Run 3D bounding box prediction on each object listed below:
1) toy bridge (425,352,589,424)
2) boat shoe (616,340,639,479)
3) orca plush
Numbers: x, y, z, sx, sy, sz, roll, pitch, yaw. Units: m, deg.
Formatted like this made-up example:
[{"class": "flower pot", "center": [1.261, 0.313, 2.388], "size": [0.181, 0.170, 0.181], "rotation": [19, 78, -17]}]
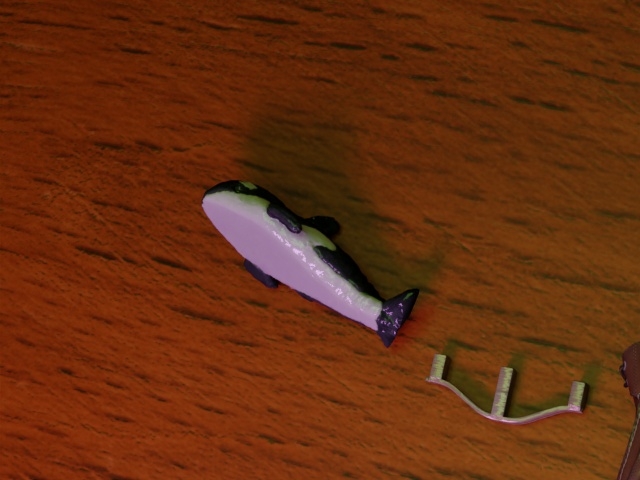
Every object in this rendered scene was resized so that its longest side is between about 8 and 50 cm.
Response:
[{"class": "toy bridge", "center": [0.210, 0.177, 1.902], "size": [0.188, 0.026, 0.063], "rotation": [10, 81, 20]}, {"class": "boat shoe", "center": [0.384, 0.154, 1.817], "size": [0.104, 0.110, 0.307], "rotation": [22, 74, 25]}, {"class": "orca plush", "center": [0.000, 0.000, 1.977], "size": [0.287, 0.151, 0.102], "rotation": [25, 54, 25]}]
